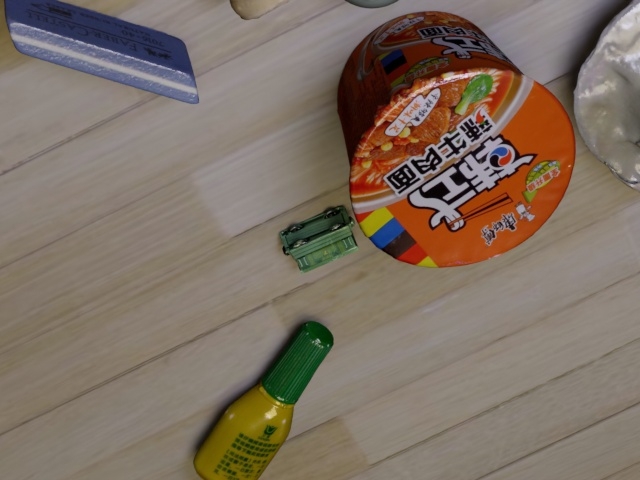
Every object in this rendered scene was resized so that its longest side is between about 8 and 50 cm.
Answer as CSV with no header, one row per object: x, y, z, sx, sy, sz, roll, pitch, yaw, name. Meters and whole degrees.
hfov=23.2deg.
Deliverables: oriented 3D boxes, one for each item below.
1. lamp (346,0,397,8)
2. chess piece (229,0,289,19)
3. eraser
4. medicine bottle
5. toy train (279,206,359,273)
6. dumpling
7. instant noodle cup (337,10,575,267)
0.054,-0.294,1.632,0.105,0.105,0.105,-7,126,-10,lamp
-0.128,-0.368,1.538,0.138,0.124,0.307,-15,134,45,chess piece
-0.228,-0.203,1.637,0.225,0.082,0.036,15,121,-23,eraser
-0.065,0.211,1.979,0.095,0.064,0.260,20,117,-28,medicine bottle
0.000,0.000,1.867,0.093,0.038,0.056,-23,133,2,toy train
0.414,-0.191,1.787,0.204,0.163,0.293,29,119,8,dumpling
0.130,-0.123,1.717,0.250,0.192,0.250,-7,126,-10,instant noodle cup
